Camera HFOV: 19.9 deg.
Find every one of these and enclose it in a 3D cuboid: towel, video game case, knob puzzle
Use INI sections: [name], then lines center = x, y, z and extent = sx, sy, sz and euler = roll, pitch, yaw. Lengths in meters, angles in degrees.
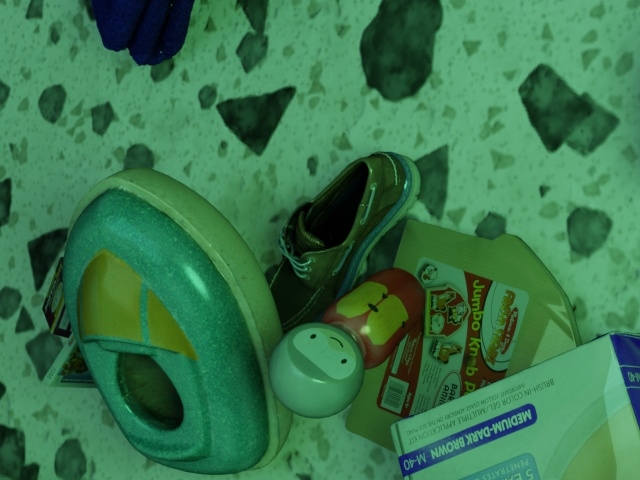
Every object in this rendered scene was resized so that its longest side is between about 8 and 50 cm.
[towel]
center = -0.175, -0.328, 1.566
extent = 0.228, 0.076, 0.308
euler = 113, 144, -61
[video game case]
center = -0.175, 0.075, 1.555
extent = 0.011, 0.087, 0.122
euler = 43, 109, 30
[knob puzzle]
center = 0.121, 0.089, 1.350
extent = 0.213, 0.030, 0.213
euler = -8, 77, 38

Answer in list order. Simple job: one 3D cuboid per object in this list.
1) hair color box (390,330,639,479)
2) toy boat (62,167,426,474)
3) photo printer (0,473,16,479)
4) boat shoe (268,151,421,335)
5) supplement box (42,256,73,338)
[hair color box]
center = 0.184, 0.250, 1.191
extent = 0.185, 0.110, 0.339
euler = -27, 70, 31
[toy boat]
center = -0.077, 0.073, 1.382
extent = 0.318, 0.148, 0.267
euler = -2, 117, 40
[photo printer]
center = -0.263, 0.348, 1.565
extent = 0.307, 0.107, 0.256
euler = 19, 94, 40
[boat shoe]
center = 0.000, 0.000, 1.440
extent = 0.066, 0.066, 0.183
euler = 47, 111, 34
[supplement box]
center = -0.211, 0.052, 1.594
extent = 0.083, 0.043, 0.055
euler = -141, 70, -72
